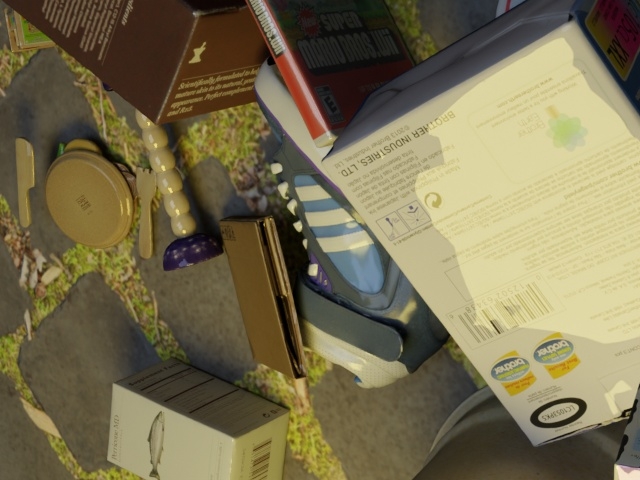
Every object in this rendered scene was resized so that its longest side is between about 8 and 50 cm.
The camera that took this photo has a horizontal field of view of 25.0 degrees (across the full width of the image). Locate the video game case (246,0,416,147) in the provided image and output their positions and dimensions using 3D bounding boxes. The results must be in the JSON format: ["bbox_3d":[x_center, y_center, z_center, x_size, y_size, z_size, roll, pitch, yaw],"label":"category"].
[{"bbox_3d":[-0.005,-0.230,1.347,0.025,0.204,0.285,-29,85,33],"label":"video game case"}]

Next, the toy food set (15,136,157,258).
[{"bbox_3d":[-0.268,-0.054,1.699,0.192,0.038,0.132,15,117,21],"label":"toy food set"}]

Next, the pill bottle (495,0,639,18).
[{"bbox_3d":[0.240,-0.191,1.252,0.160,0.087,0.087,3,104,36],"label":"pill bottle"}]

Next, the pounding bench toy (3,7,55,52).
[{"bbox_3d":[-0.317,-0.250,1.670,0.065,0.083,0.052,-175,74,-68],"label":"pounding bench toy"}]

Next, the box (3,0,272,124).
[{"bbox_3d":[-0.215,-0.288,1.496,0.381,0.191,0.143,38,122,23],"label":"box"}]

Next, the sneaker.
[{"bbox_3d":[0.000,0.000,1.452,0.323,0.130,0.236,46,121,10],"label":"sneaker"}]

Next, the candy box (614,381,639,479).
[{"bbox_3d":[0.274,0.176,1.099,0.070,0.196,0.165,7,123,20],"label":"candy box"}]

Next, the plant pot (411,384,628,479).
[{"bbox_3d":[0.161,0.324,1.314,0.333,0.305,0.334,11,109,33],"label":"plant pot"}]

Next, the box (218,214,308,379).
[{"bbox_3d":[-0.061,0.055,1.506,0.201,0.021,0.164,-177,72,-75],"label":"box"}]

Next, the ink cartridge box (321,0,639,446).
[{"bbox_3d":[0.228,0.002,1.224,0.270,0.151,0.395,-27,106,37],"label":"ink cartridge box"}]

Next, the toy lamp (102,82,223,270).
[{"bbox_3d":[-0.180,-0.107,1.591,0.080,0.080,0.275,-12,97,38],"label":"toy lamp"}]

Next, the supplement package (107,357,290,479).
[{"bbox_3d":[-0.139,0.221,1.631,0.179,0.105,0.105,19,114,31],"label":"supplement package"}]
